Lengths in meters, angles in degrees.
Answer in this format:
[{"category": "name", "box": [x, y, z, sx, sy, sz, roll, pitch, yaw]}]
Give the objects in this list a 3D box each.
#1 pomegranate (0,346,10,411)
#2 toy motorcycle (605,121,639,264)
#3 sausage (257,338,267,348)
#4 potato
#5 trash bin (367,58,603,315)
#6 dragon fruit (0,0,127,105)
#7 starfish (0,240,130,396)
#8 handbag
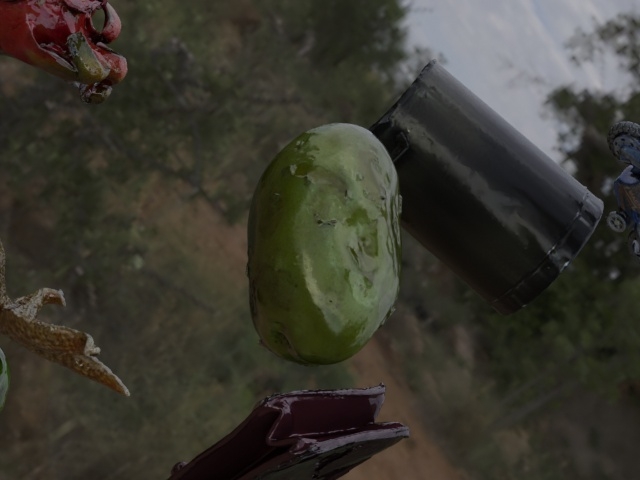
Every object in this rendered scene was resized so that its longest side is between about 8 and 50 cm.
[{"category": "pomegranate", "box": [-0.386, 0.154, 1.420, 0.169, 0.122, 0.143, 34, -36, 31]}, {"category": "toy motorcycle", "box": [0.397, -0.047, 1.557, 0.114, 0.076, 0.205, 11, -49, 41]}, {"category": "sausage", "box": [-0.035, 0.129, 1.838, 0.047, 0.040, 0.177, 12, 3, 15]}, {"category": "potato", "box": [0.000, 0.000, 1.253, 0.253, 0.149, 0.186, -80, 156, -46]}, {"category": "trash bin", "box": [0.193, -0.072, 1.768, 0.301, 0.203, 0.252, 40, 21, -4]}, {"category": "dragon fruit", "box": [-0.414, -0.356, 1.981, 0.307, 0.243, 0.227, 17, -8, -23]}, {"category": "starfish", "box": [-0.392, 0.076, 1.730, 0.375, 0.094, 0.327, 44, -9, -5]}, {"category": "handbag", "box": [-0.041, 0.220, 1.355, 0.203, 0.216, 0.074, 1, 58, -51]}]
